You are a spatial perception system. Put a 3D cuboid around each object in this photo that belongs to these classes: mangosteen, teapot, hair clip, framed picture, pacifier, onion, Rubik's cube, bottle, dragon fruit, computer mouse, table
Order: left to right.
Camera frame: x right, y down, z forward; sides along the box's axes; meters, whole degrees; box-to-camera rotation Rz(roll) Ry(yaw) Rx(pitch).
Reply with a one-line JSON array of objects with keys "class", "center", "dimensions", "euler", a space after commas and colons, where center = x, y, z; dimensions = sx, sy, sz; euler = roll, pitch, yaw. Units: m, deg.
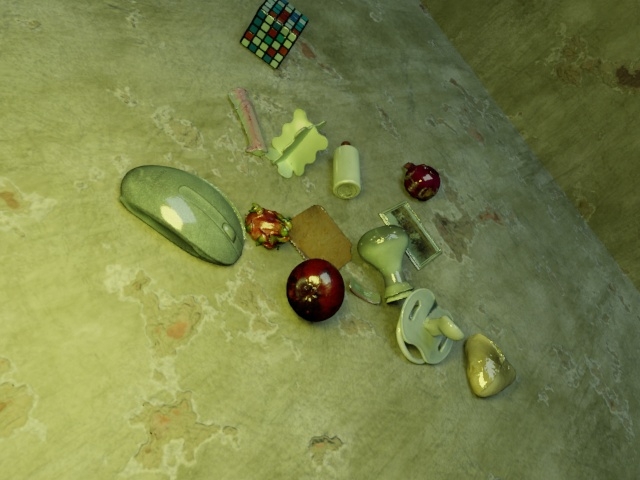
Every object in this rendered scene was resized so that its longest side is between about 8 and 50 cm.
[{"class": "computer mouse", "center": [-0.350, -0.077, 1.330], "dimensions": [0.373, 0.114, 0.203], "euler": [33, 43, -19]}, {"class": "dragon fruit", "center": [-0.146, -0.041, 1.493], "dimensions": [0.138, 0.175, 0.142], "euler": [-47, 126, -38]}, {"class": "Rubik's cube", "center": [-0.183, -0.832, 1.976], "dimensions": [0.182, 0.184, 0.187], "euler": [34, 45, -16]}, {"class": "table", "center": [-0.072, -0.332, 1.689], "dimensions": [0.166, 0.198, 0.167], "euler": [22, 48, -27]}, {"class": "mangosteen", "center": [-0.011, 0.137, 1.434], "dimensions": [0.199, 0.200, 0.200], "euler": [22, 48, -27]}, {"class": "bottle", "center": [0.097, -0.277, 1.866], "dimensions": [0.104, 0.104, 0.245], "euler": [22, 49, -27]}, {"class": "hair clip", "center": [0.143, 0.167, 1.637], "dimensions": [0.137, 0.022, 0.054], "euler": [30, 44, -24]}, {"class": "teapot", "center": [0.233, 0.080, 1.682], "dimensions": [0.183, 0.183, 0.251], "euler": [-7, 77, -43]}, {"class": "framed picture", "center": [0.363, -0.028, 1.972], "dimensions": [0.217, 0.017, 0.274], "euler": [-29, 81, -47]}, {"class": "onion", "center": [0.430, -0.277, 2.124], "dimensions": [0.173, 0.135, 0.198], "euler": [0, 59, -44]}, {"class": "pacifier", "center": [0.374, 0.291, 1.595], "dimensions": [0.279, 0.207, 0.227], "euler": [46, 60, -27]}]

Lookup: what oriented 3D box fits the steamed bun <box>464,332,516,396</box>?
[{"class": "steamed bun", "center": [0.603, 0.433, 1.771], "dimensions": [0.231, 0.110, 0.213], "euler": [-7, 65, -46]}]

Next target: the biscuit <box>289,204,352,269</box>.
[{"class": "biscuit", "center": [0.000, 0.000, 1.646], "dimensions": [0.232, 0.013, 0.237], "euler": [52, 43, 3]}]

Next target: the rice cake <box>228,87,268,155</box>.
[{"class": "rice cake", "center": [-0.250, -0.413, 1.709], "dimensions": [0.081, 0.051, 0.290], "euler": [2, 59, -40]}]
